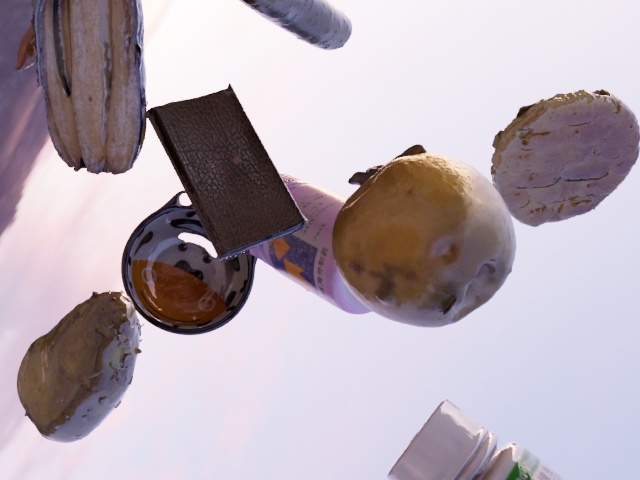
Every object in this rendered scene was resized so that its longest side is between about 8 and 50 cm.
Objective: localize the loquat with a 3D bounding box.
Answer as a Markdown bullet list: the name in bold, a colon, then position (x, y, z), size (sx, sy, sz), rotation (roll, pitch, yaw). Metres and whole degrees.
- **loquat**: position (0.126, -0.007, 1.337), size (0.244, 0.244, 0.244), rotation (-46, -158, 25)

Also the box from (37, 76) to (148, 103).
- **box**: position (-0.420, -0.278, 1.954), size (0.112, 0.175, 0.048), rotation (-47, -178, -42)

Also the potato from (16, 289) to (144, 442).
- **potato**: position (-0.373, 0.198, 1.672), size (0.296, 0.141, 0.192), rotation (-50, -134, 31)

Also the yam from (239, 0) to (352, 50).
- **yam**: position (-0.044, -0.305, 1.341), size (0.071, 0.317, 0.067), rotation (-30, -107, 20)

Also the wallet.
- **wallet**: position (-0.130, -0.096, 1.439), size (0.133, 0.243, 0.039), rotation (-22, 159, -20)

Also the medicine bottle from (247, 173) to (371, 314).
- **medicine bottle**: position (0.000, 0.000, 1.860), size (0.290, 0.178, 0.178), rotation (27, -98, 45)

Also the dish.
- **dish**: position (-0.277, 0.065, 2.193), size (0.303, 0.303, 0.120), rotation (-63, -175, -19)

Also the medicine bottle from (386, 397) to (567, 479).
- **medicine bottle**: position (0.200, 0.293, 1.183), size (0.139, 0.237, 0.139), rotation (-49, 168, -14)

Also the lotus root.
- **lotus root**: position (-0.282, -0.250, 1.350), size (0.078, 0.167, 0.329), rotation (-39, 138, -60)

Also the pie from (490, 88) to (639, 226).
- **pie**: position (0.501, -0.172, 2.165), size (0.339, 0.339, 0.083), rotation (-46, -144, 25)

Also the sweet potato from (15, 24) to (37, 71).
- **sweet potato**: position (-0.440, -0.300, 1.609), size (0.034, 0.034, 0.095), rotation (4, -107, 67)
